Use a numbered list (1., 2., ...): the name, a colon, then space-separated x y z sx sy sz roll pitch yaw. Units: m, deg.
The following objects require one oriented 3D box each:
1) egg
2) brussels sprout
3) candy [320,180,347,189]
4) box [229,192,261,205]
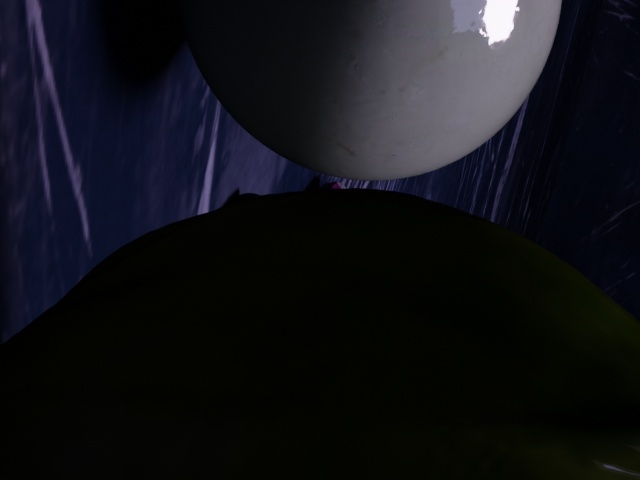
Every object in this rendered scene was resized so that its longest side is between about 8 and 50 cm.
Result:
1. egg: 0.018 -0.103 0.756 0.192 0.149 0.149 64 44 -64
2. brussels sprout: 0.000 0.172 0.568 0.425 0.342 0.361 -79 -168 -74
3. candy: 0.000 0.000 1.199 0.043 0.045 0.175 -38 -170 28
4. box: -0.058 0.049 1.007 0.126 0.027 0.125 -57 160 -53
